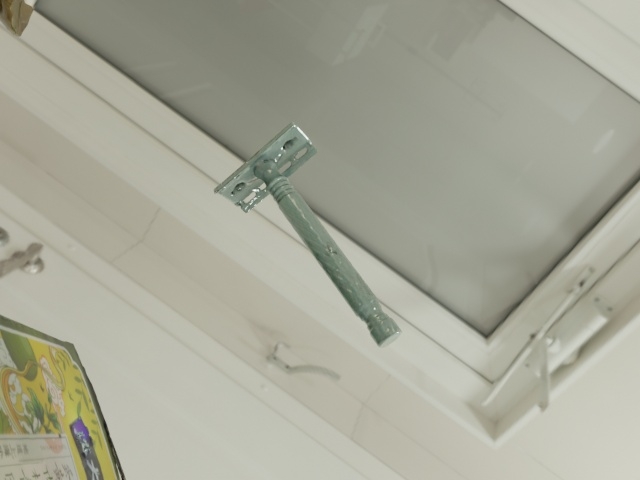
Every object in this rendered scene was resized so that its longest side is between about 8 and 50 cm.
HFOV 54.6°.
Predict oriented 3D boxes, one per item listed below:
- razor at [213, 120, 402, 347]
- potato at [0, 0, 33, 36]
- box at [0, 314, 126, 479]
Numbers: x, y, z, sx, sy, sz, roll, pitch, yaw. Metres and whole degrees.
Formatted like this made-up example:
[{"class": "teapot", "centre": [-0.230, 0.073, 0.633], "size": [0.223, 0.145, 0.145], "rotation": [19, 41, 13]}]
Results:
[{"class": "razor", "centre": [0.000, 0.000, 0.584], "size": [0.106, 0.232, 0.068], "rotation": [-41, 154, 7]}, {"class": "potato", "centre": [-0.330, -0.280, 0.372], "size": [0.319, 0.385, 0.442], "rotation": [-49, -137, 44]}, {"class": "box", "centre": [-0.312, 0.255, 0.585], "size": [0.138, 0.373, 0.420], "rotation": [-25, 162, -8]}]
